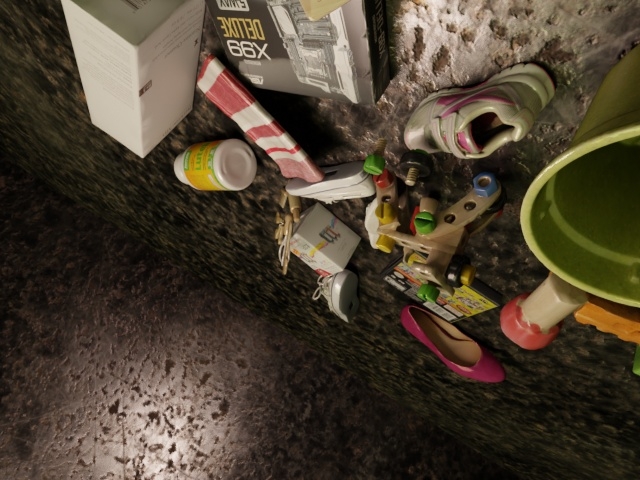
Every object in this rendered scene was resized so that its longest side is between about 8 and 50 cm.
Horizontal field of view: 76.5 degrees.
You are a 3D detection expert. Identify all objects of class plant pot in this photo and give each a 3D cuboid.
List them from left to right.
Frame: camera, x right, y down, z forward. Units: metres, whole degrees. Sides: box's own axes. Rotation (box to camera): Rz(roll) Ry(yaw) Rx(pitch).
[{"bbox_3d":[0.405,-0.100,0.462,0.276,0.254,0.276,23,151,14],"label":"plant pot"}]

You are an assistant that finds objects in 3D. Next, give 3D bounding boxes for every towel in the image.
[{"bbox_3d":[-0.143,-0.258,0.922,0.329,0.037,0.237,44,173,-23],"label":"towel"}]

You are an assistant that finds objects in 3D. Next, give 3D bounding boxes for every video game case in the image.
[{"bbox_3d":[0.335,0.132,1.181,0.275,0.035,0.248,33,154,0],"label":"video game case"}]

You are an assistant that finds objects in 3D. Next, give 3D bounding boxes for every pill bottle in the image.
[{"bbox_3d":[-0.310,-0.212,1.160,0.245,0.136,0.136,6,144,41],"label":"pill bottle"}]

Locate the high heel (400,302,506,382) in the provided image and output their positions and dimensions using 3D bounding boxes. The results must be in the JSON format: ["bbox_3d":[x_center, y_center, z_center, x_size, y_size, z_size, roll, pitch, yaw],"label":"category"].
[{"bbox_3d":[0.426,0.335,1.313,0.377,0.127,0.181,26,164,19],"label":"high heel"}]

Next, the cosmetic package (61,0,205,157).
[{"bbox_3d":[-0.383,-0.378,0.874,0.156,0.217,0.385,35,155,-6],"label":"cosmetic package"}]

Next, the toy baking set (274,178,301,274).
[{"bbox_3d":[-0.089,-0.040,1.127,0.030,0.256,0.197,4,131,-18],"label":"toy baking set"}]

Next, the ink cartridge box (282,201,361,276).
[{"bbox_3d":[0.000,0.000,1.204,0.176,0.127,0.128,40,153,-13],"label":"ink cartridge box"}]

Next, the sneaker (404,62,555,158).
[{"bbox_3d":[0.230,-0.188,0.659,0.103,0.111,0.252,44,151,-23],"label":"sneaker"}]

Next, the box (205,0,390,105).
[{"bbox_3d":[-0.044,-0.368,0.681,0.307,0.076,0.242,19,151,24],"label":"box"}]

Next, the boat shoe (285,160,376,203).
[{"bbox_3d":[0.019,-0.128,1.003,0.258,0.095,0.084,3,137,46],"label":"boat shoe"}]

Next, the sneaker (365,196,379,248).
[{"bbox_3d":[0.138,-0.064,0.998,0.080,0.094,0.212,-11,152,-2],"label":"sneaker"}]

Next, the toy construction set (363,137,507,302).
[{"bbox_3d":[0.195,-0.001,0.795,0.257,0.237,0.309,16,169,12],"label":"toy construction set"}]

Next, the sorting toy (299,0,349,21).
[{"bbox_3d":[0.049,-0.418,0.411,0.257,0.089,0.255,-16,117,30],"label":"sorting toy"}]

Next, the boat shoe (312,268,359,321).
[{"bbox_3d":[0.049,0.182,1.481,0.156,0.136,0.367,25,162,20],"label":"boat shoe"}]

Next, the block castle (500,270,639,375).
[{"bbox_3d":[0.545,0.100,0.610,0.453,0.303,0.213,24,154,18],"label":"block castle"}]
